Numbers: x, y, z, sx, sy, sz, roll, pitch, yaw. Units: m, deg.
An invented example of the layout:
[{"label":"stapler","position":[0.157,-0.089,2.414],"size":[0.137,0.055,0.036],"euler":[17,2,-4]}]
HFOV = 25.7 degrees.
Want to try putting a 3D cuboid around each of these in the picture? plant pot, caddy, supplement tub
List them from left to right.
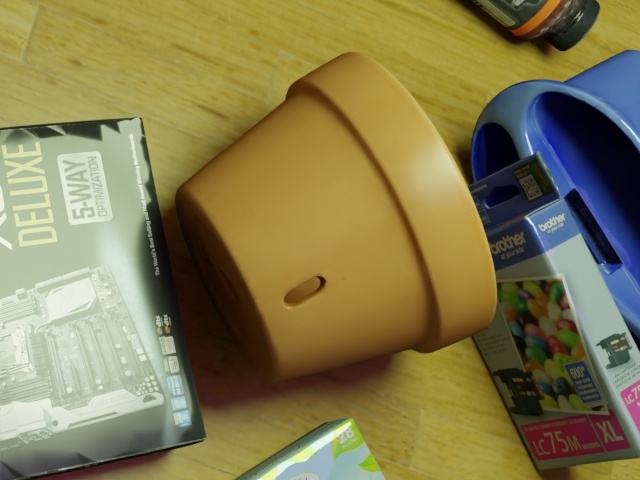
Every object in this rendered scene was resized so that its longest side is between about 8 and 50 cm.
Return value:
[{"label":"plant pot","position":[0.000,0.000,1.296],"size":[0.203,0.291,0.291],"euler":[-28,91,-14]},{"label":"supplement tub","position":[0.218,-0.297,1.570],"size":[0.198,0.106,0.106],"euler":[34,64,-17]},{"label":"caddy","position":[0.304,-0.029,1.474],"size":[0.179,0.241,0.341],"euler":[-36,95,-37]}]

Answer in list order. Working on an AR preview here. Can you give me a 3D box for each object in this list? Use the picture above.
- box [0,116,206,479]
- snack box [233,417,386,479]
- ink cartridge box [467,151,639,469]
[{"label":"box","position":[-0.253,0.054,1.245],"size":[0.242,0.076,0.307],"euler":[-7,81,-29]},{"label":"snack box","position":[-0.001,0.299,1.320],"size":[0.174,0.070,0.207],"euler":[-30,91,-27]},{"label":"ink cartridge box","position":[0.223,0.080,1.431],"size":[0.065,0.186,0.311],"euler":[-24,89,-29]}]
